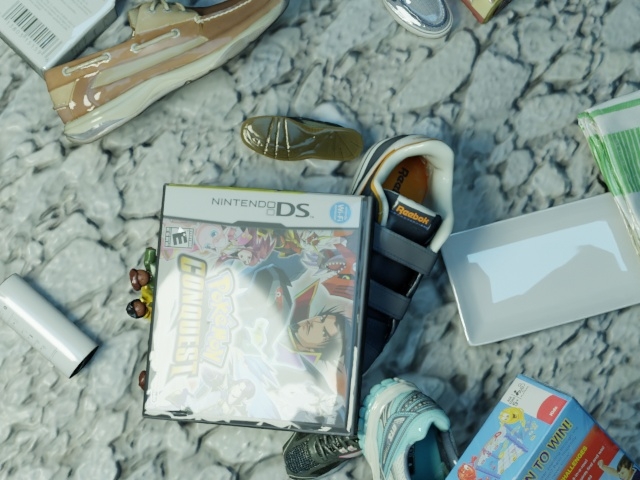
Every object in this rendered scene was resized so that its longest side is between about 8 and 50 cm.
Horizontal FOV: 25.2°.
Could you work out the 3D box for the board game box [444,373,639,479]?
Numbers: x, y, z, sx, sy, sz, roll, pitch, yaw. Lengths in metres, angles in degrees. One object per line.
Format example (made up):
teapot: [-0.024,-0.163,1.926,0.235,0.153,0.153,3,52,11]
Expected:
board game box: [0.242,0.358,1.603,0.308,0.086,0.302,-53,126,-11]

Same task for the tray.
tray: [0.291,0.032,1.779,0.270,0.030,0.145,-14,82,-7]

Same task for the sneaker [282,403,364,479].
sneaker: [0.035,0.227,1.701,0.178,0.077,0.072,-28,82,-8]

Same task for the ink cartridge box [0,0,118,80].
ink cartridge box: [-0.355,-0.376,1.791,0.275,0.060,0.239,43,79,4]

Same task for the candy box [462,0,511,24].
candy box: [0.269,-0.449,1.835,0.316,0.087,0.183,-40,85,-10]

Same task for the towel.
towel: [0.486,-0.049,1.787,0.248,0.038,0.325,-20,82,-18]

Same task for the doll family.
doll family: [-0.177,0.103,1.711,0.111,0.076,0.193,-15,84,-11]

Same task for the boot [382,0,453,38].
boot: [0.099,-0.339,1.804,0.069,0.086,0.190,-42,85,-10]

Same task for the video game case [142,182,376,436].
video game case: [-0.070,0.077,1.640,0.248,0.035,0.274,4,85,10]

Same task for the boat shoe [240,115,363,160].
boat shoe: [-0.025,-0.125,1.776,0.152,0.049,0.056,9,98,-7]

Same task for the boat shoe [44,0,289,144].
boat shoe: [-0.188,-0.240,1.738,0.324,0.123,0.116,-32,99,-10]

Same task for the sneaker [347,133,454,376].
sneaker: [0.069,0.016,1.698,0.126,0.127,0.321,23,75,-22]

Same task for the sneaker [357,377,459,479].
sneaker: [0.113,0.303,1.628,0.110,0.122,0.283,-20,110,-26]

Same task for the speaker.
speaker: [-0.331,0.103,1.708,0.136,0.055,0.055,40,79,4]
